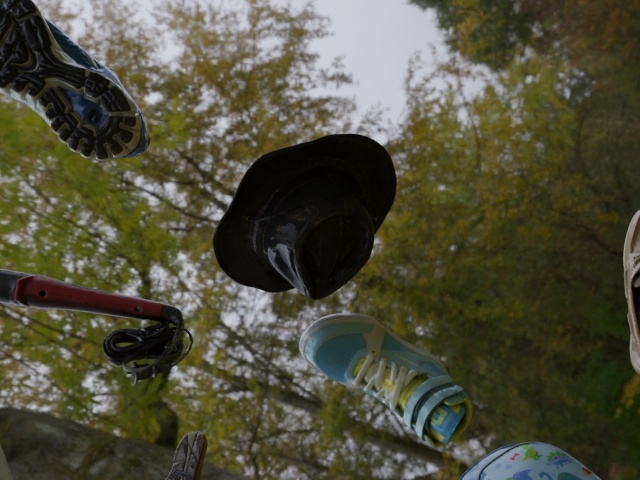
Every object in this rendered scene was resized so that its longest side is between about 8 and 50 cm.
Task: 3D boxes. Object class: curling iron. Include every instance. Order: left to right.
[{"bbox_3d":[-0.241,0.054,0.610,0.035,0.274,0.068,105,-178,-55],"label":"curling iron"}]

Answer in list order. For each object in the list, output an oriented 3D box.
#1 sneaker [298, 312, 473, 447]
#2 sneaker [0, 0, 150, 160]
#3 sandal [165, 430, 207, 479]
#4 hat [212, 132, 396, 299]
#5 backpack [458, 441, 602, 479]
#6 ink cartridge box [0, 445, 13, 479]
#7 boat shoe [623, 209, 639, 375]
[{"bbox_3d":[0.126,0.236,1.217,0.319,0.208,0.127,22,-78,-27],"label":"sneaker"},{"bbox_3d":[-0.363,-0.219,0.999,0.130,0.330,0.147,-46,-6,0],"label":"sneaker"},{"bbox_3d":[-0.233,0.416,1.248,0.049,0.072,0.180,49,-125,-51],"label":"sandal"},{"bbox_3d":[0.000,0.000,1.136,0.331,0.134,0.331,-18,-39,-15],"label":"hat"},{"bbox_3d":[0.162,0.206,0.558,0.105,0.114,0.084,-24,-65,-21],"label":"backpack"},{"bbox_3d":[-0.904,0.474,1.652,0.166,0.395,0.285,-45,-28,20],"label":"ink cartridge box"},{"bbox_3d":[0.606,0.073,1.303,0.110,0.122,0.341,52,-139,-53],"label":"boat shoe"}]
